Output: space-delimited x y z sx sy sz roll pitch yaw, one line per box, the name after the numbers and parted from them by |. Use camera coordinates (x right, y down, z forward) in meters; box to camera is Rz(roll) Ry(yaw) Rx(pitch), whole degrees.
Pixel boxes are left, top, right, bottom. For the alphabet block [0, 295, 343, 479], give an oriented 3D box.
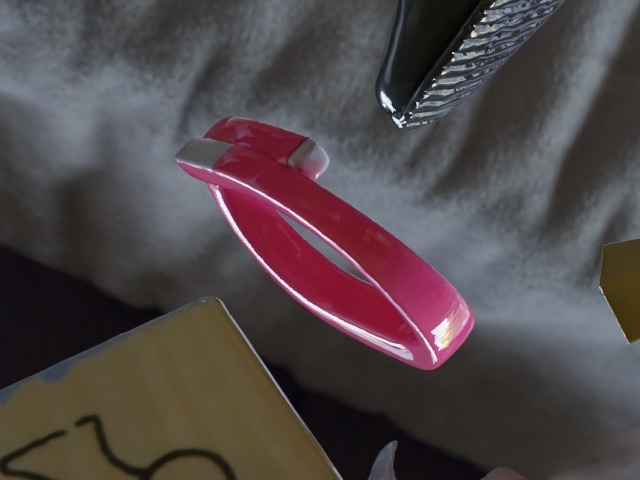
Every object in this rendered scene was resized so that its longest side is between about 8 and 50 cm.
-0.088 0.188 0.877 0.197 0.192 0.193 53 162 39 | alphabet block

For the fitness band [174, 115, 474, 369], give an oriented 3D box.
0.000 0.000 1.092 0.209 0.054 0.291 49 167 -29 | fitness band

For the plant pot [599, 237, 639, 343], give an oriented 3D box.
0.346 0.044 1.528 0.083 0.081 0.081 -20 116 25 | plant pot

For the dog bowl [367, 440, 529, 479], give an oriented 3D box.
0.163 0.344 1.386 0.349 0.102 0.349 32 152 20 | dog bowl

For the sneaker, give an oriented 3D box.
0.087 -0.216 0.736 0.146 0.330 0.122 35 -154 16 | sneaker
